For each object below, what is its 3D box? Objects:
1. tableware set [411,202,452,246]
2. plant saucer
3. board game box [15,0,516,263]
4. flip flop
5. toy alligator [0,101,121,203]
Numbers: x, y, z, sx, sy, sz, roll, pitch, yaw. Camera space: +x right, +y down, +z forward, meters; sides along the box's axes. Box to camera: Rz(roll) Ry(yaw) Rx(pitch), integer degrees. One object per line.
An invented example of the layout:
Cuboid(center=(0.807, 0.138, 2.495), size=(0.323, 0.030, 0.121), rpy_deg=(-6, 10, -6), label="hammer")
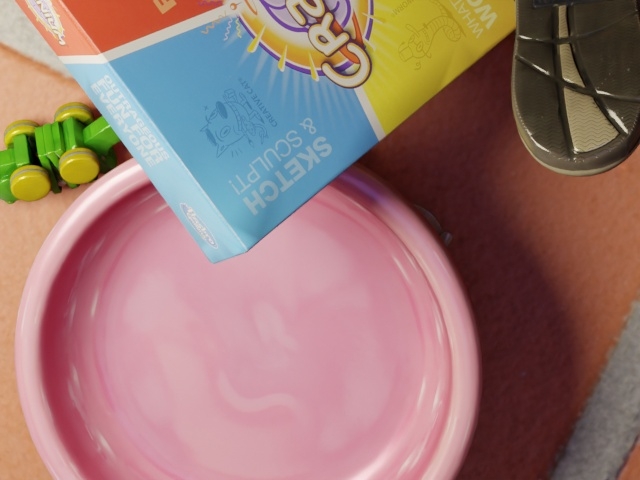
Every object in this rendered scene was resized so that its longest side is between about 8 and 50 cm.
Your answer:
Cuboid(center=(0.000, 0.000, 1.312), size=(0.169, 0.020, 0.141), rpy_deg=(44, 101, -8), label="tableware set")
Cuboid(center=(-0.048, 0.082, 1.284), size=(0.332, 0.084, 0.332), rpy_deg=(2, 104, 8), label="plant saucer")
Cuboid(center=(-0.017, -0.174, 1.171), size=(0.316, 0.064, 0.242), rpy_deg=(-41, 100, -23), label="board game box")
Cuboid(center=(0.183, -0.158, 1.173), size=(0.112, 0.080, 0.277), rpy_deg=(-2, 63, 20), label="flip flop")
Cuboid(center=(-0.213, -0.049, 1.296), size=(0.190, 0.056, 0.051), rpy_deg=(-19, 142, 6), label="toy alligator")
